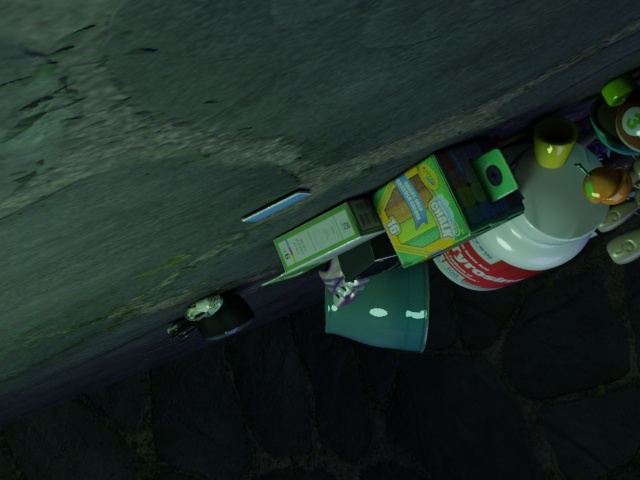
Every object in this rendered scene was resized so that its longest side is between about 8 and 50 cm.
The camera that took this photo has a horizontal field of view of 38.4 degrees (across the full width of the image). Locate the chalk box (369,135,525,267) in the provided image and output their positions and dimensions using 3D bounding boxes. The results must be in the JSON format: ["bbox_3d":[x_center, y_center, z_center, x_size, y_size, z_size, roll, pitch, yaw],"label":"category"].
[{"bbox_3d":[0.202,-0.064,1.371,0.132,0.132,0.213,-20,172,-37],"label":"chalk box"}]

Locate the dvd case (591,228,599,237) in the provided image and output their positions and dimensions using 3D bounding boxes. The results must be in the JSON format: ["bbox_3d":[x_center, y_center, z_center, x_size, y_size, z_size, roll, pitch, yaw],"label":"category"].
[{"bbox_3d":[0.482,-0.066,2.068,0.179,0.238,0.030,-31,-157,46],"label":"dvd case"}]

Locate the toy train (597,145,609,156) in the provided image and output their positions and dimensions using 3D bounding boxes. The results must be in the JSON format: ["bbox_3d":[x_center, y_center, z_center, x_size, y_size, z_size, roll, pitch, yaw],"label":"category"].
[{"bbox_3d":[0.707,-0.246,1.943,0.248,0.105,0.143,-23,164,-31],"label":"toy train"}]

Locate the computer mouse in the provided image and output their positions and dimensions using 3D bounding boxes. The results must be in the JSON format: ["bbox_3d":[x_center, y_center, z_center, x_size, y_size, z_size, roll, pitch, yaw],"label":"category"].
[{"bbox_3d":[-0.229,0.159,1.992,0.188,0.072,0.272,-24,-173,-18],"label":"computer mouse"}]

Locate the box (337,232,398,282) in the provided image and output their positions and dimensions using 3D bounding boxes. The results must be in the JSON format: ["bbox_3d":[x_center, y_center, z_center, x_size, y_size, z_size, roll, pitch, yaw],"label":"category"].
[{"bbox_3d":[0.142,-0.006,1.702,0.184,0.103,0.261,-16,173,-13],"label":"box"}]

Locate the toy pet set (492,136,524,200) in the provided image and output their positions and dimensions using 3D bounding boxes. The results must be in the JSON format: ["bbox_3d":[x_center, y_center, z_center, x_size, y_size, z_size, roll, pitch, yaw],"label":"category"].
[{"bbox_3d":[0.258,-0.084,1.452,0.065,0.114,0.122,-34,178,-31],"label":"toy pet set"}]

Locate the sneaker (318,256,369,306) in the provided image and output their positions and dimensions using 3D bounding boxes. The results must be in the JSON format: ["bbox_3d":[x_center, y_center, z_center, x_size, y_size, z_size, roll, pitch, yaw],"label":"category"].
[{"bbox_3d":[0.077,0.028,1.926,0.236,0.104,0.095,-51,160,23],"label":"sneaker"}]

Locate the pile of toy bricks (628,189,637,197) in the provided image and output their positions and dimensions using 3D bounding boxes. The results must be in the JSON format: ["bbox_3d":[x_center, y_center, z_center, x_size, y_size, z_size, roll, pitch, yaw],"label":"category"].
[{"bbox_3d":[0.568,-0.126,1.946,0.212,0.105,0.118,-14,-178,-9],"label":"pile of toy bricks"}]

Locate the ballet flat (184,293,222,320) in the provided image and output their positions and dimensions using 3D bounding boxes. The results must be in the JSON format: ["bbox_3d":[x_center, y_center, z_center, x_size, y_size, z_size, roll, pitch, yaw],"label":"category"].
[{"bbox_3d":[-0.242,0.139,1.868,0.041,0.041,0.114,-19,171,-43],"label":"ballet flat"}]

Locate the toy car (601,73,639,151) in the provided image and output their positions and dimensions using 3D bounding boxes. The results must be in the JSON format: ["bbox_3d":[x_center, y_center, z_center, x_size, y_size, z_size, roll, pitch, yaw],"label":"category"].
[{"bbox_3d":[0.513,-0.207,1.307,0.149,0.155,0.188,-24,165,-7],"label":"toy car"}]

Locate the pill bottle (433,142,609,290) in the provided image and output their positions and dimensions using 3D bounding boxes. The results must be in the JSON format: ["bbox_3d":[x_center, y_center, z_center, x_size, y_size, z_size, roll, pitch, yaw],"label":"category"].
[{"bbox_3d":[0.356,-0.045,1.682,0.229,0.229,0.408,-23,174,-14],"label":"pill bottle"}]

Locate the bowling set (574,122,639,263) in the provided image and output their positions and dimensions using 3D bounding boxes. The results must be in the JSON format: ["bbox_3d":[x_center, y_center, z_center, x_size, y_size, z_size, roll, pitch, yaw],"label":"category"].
[{"bbox_3d":[0.573,-0.113,1.772,0.154,0.287,0.200,-31,-179,20],"label":"bowling set"}]

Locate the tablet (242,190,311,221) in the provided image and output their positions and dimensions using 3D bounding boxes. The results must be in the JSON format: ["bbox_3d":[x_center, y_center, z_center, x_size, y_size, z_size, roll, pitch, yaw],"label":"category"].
[{"bbox_3d":[-0.054,-0.043,1.146,0.083,0.006,0.054,-25,174,16],"label":"tablet"}]

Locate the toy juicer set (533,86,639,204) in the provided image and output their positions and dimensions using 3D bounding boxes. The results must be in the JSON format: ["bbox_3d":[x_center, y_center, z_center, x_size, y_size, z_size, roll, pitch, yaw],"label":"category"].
[{"bbox_3d":[0.515,-0.166,1.440,0.329,0.209,0.089,-24,142,-18],"label":"toy juicer set"}]

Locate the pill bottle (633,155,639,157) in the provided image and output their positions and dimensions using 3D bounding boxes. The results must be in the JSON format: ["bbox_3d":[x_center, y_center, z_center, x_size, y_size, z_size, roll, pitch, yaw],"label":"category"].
[{"bbox_3d":[0.659,-0.218,1.724,0.152,0.152,0.272,-24,174,1],"label":"pill bottle"}]

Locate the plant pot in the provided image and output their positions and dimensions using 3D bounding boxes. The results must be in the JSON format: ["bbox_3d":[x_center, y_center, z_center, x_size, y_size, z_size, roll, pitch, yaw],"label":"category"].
[{"bbox_3d":[0.136,0.149,2.365,0.255,0.272,0.271,2,173,-1],"label":"plant pot"}]

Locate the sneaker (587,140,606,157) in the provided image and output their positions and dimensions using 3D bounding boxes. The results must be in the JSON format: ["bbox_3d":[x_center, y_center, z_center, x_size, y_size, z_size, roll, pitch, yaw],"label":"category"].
[{"bbox_3d":[0.547,-0.130,2.082,0.102,0.146,0.293,-19,172,-44],"label":"sneaker"}]

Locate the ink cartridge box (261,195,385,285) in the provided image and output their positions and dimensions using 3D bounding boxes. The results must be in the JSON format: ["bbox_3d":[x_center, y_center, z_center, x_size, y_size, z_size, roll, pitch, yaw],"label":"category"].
[{"bbox_3d":[0.000,0.000,1.467,0.209,0.062,0.109,-28,173,33],"label":"ink cartridge box"}]

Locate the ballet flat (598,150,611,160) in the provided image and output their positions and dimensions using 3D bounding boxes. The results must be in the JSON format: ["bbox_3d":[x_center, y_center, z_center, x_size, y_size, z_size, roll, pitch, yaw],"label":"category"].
[{"bbox_3d":[0.685,-0.227,2.197,0.087,0.083,0.247,0,177,8],"label":"ballet flat"}]
